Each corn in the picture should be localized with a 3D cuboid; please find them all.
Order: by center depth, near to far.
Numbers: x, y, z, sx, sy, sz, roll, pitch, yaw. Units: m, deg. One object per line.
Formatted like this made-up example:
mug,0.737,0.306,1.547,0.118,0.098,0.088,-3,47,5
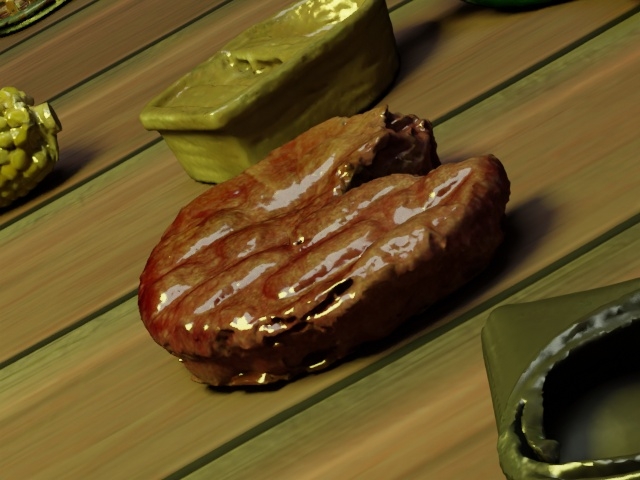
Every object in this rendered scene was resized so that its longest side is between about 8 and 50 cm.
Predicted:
corn,-0.317,-0.033,1.424,0.288,0.086,0.086,-23,22,12

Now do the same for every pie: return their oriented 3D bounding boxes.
pie,0.000,0.000,1.022,0.204,0.054,0.218,-27,24,2

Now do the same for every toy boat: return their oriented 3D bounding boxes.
toy boat,-0.017,-0.107,1.267,0.188,0.061,0.116,-39,23,-25

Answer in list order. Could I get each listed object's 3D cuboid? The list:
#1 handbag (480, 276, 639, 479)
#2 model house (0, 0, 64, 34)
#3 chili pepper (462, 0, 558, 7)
handbag,0.188,0.066,0.587,0.257,0.113,0.285,-19,22,2
model house,-0.326,-0.327,1.997,0.207,0.154,0.294,-34,23,-19
chili pepper,0.092,-0.194,1.264,0.279,0.122,0.065,18,74,34
